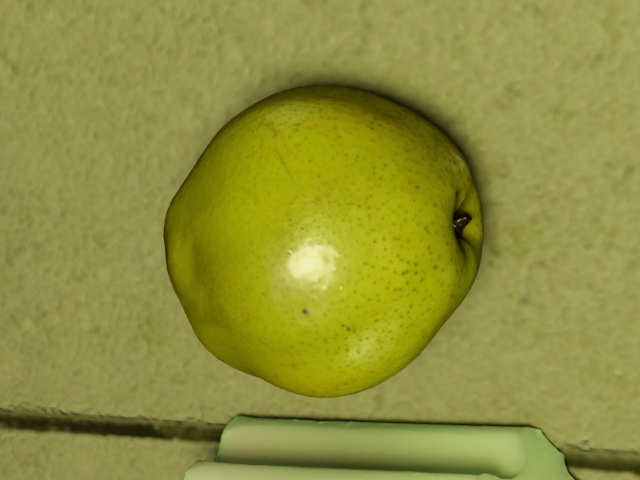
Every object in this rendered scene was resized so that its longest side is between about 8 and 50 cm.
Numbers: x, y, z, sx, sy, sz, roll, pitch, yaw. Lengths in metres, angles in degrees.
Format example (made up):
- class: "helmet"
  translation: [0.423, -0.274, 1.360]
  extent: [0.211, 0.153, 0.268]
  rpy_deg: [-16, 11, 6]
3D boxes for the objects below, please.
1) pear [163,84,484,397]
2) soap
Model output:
- class: "pear"
  translation: [-0.001, -0.001, 0.950]
  extent: [0.198, 0.198, 0.198]
  rpy_deg: [10, 117, 20]
- class: "soap"
  translation: [0.061, 0.221, 1.077]
  extent: [0.290, 0.095, 0.172]
  rpy_deg: [-1, 113, 25]
